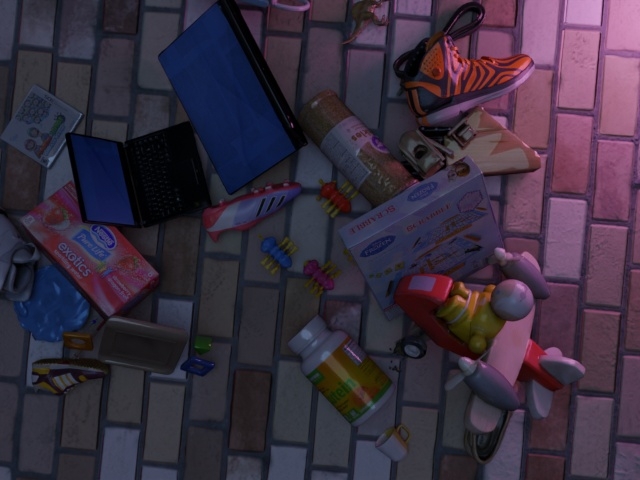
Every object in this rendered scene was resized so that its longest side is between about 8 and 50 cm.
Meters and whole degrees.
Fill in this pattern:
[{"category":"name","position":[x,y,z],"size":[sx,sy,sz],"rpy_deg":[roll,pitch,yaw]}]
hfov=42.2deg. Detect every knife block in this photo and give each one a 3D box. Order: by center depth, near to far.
[{"category":"knife block","position":[0.330,-0.176,1.915],"size":[0.275,0.088,0.242],"rpy_deg":[40,92,4]}]

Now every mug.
[{"category":"mug","position":[0.175,0.472,1.918],"size":[0.078,0.062,0.064],"rpy_deg":[-43,95,7]}]

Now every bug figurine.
[{"category":"bug figurine","position":[0.000,0.000,1.932],"size":[0.279,0.072,0.216],"rpy_deg":[-42,93,-4]}]

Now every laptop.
[{"category":"laptop","position":[-0.218,-0.326,1.774],"size":[0.236,0.408,0.382],"rpy_deg":[-28,88,4]},{"category":"laptop","position":[-0.413,-0.161,1.890],"size":[0.264,0.136,0.234],"rpy_deg":[-17,71,2]}]

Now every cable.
[{"category":"cable","position":[0.274,-0.445,1.956],"size":[0.139,0.072,0.287],"rpy_deg":[28,77,15]}]

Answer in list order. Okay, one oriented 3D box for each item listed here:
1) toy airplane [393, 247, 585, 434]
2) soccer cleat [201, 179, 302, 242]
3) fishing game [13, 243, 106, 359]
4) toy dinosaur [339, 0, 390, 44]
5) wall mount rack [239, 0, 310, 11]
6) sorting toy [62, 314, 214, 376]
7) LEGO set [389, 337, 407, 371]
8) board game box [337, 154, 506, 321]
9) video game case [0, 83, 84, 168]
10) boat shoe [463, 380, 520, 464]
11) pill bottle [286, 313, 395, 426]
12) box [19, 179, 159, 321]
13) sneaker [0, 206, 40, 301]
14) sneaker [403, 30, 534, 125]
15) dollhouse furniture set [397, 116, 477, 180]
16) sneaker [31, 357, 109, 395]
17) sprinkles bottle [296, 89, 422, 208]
[{"category":"toy airplane","position":[0.387,0.195,1.752],"size":[0.384,0.272,0.386],"rpy_deg":[-8,54,-24]},{"category":"soccer cleat","position":[-0.156,-0.072,1.942],"size":[0.248,0.083,0.095],"rpy_deg":[-17,103,2]},{"category":"fishing game","position":[-0.633,0.151,1.970],"size":[0.264,0.041,0.189],"rpy_deg":[40,93,5]},{"category":"toy dinosaur","position":[0.112,-0.530,1.962],"size":[0.092,0.053,0.183],"rpy_deg":[15,81,18]},{"category":"wall mount rack","position":[-0.192,-0.599,1.846],"size":[0.350,0.304,0.130],"rpy_deg":[13,119,2]},{"category":"sorting toy","position":[-0.405,0.230,1.886],"size":[0.347,0.196,0.047],"rpy_deg":[13,52,-14]},{"category":"LEGO set","position":[0.184,0.266,1.944],"size":[0.054,0.023,0.083],"rpy_deg":[33,103,5]},{"category":"board game box","position":[0.231,0.005,1.815],"size":[0.318,0.318,0.066],"rpy_deg":[-29,50,0]},{"category":"video game case","position":[-0.668,-0.274,1.992],"size":[0.143,0.019,0.157],"rpy_deg":[32,90,3]},{"category":"boat shoe","position":[0.399,0.358,1.891],"size":[0.109,0.098,0.302],"rpy_deg":[15,89,3]},{"category":"pill bottle","position":[0.041,0.290,1.888],"size":[0.136,0.136,0.246],"rpy_deg":[-44,87,0]},{"category":"box","position":[-0.522,0.032,1.899],"size":[0.154,0.142,0.300],"rpy_deg":[-42,87,-19]},{"category":"sneaker","position":[-0.806,0.105,1.907],"size":[0.210,0.137,0.366],"rpy_deg":[35,86,20]},{"category":"sneaker","position":[0.330,-0.395,1.860],"size":[0.321,0.124,0.180],"rpy_deg":[-27,106,-17]},{"category":"dollhouse furniture set","position":[0.251,-0.226,1.786],"size":[0.161,0.182,0.101],"rpy_deg":[-42,84,4]},{"category":"sneaker","position":[-0.587,0.324,1.953],"size":[0.185,0.069,0.084],"rpy_deg":[2,97,8]},{"category":"sprinkles bottle","position":[0.098,-0.181,1.877],"size":[0.121,0.121,0.355],"rpy_deg":[-42,76,1]}]
